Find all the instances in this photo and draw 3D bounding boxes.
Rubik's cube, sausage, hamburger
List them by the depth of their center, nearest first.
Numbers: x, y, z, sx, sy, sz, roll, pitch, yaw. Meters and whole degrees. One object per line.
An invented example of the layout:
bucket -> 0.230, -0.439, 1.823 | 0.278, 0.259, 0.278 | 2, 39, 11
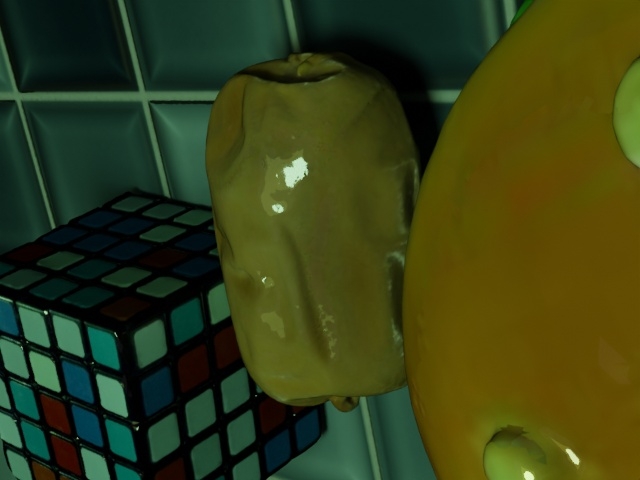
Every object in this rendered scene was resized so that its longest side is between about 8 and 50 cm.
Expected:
hamburger -> 0.213, 0.035, 0.435 | 0.395, 0.277, 0.396 | 19, 122, 34
sausage -> -0.001, 0.000, 0.722 | 0.136, 0.120, 0.241 | 20, 124, 42
Rubik's cube -> -0.126, 0.088, 0.838 | 0.182, 0.184, 0.187 | 13, 121, 37
